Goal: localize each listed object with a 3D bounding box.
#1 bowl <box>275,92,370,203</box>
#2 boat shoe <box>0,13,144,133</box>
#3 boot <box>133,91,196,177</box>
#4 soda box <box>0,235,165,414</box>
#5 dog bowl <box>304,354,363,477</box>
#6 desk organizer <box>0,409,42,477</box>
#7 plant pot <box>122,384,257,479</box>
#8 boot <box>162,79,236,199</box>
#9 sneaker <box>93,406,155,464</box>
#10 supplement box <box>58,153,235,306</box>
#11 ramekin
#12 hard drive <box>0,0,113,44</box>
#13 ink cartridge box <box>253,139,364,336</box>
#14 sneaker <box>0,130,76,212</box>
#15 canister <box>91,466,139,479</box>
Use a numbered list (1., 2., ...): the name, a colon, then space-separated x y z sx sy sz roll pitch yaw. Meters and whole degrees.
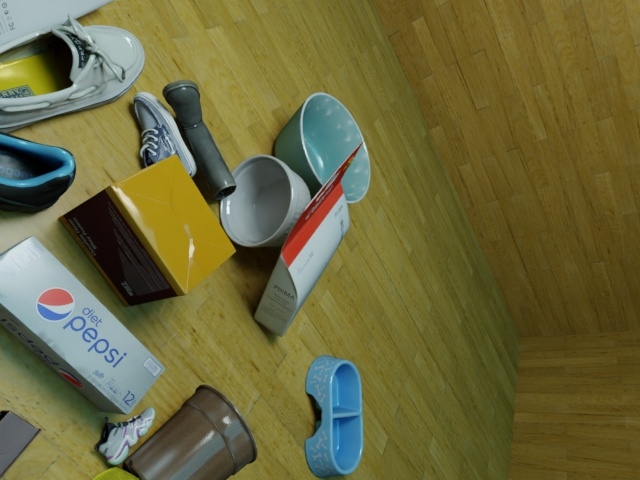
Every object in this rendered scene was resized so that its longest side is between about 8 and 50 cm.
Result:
1. bowl: -0.009 -0.234 1.149 0.311 0.163 0.312 21 63 -46
2. boat shoe: -0.411 -0.298 0.667 0.136 0.156 0.367 60 40 -19
3. boot: -0.326 -0.196 0.809 0.190 0.069 0.086 60 37 -21
4. soda box: -0.375 0.135 0.610 0.286 0.098 0.091 56 42 -22
5. dog bowl: 0.042 0.448 1.050 0.166 0.074 0.297 21 61 -46
6. desk organizer: -0.437 0.290 0.522 0.050 0.047 0.130 52 43 -23
7. plant pot: -0.224 0.363 0.686 0.165 0.167 0.167 -31 102 -44
8. boot: -0.243 -0.197 0.838 0.189 0.076 0.209 120 -49 -82
9. sneaker: -0.323 0.304 0.666 0.069 0.038 0.098 57 40 -23
10. supplement box: -0.290 -0.009 0.688 0.191 0.194 0.129 61 39 -17
11. ramekin: -0.118 -0.081 0.932 0.109 0.207 0.207 15 66 -59
12. hard drive: -0.444 -0.412 0.609 0.040 0.203 0.308 33 54 0
13. ink cartridge box: 0.000 0.000 0.924 0.091 0.385 0.308 33 45 3
14. sneaker: -0.498 -0.114 0.508 0.340 0.139 0.125 1 79 -50
15. canister: -0.282 0.440 0.602 0.073 0.126 0.170 -30 104 -47
